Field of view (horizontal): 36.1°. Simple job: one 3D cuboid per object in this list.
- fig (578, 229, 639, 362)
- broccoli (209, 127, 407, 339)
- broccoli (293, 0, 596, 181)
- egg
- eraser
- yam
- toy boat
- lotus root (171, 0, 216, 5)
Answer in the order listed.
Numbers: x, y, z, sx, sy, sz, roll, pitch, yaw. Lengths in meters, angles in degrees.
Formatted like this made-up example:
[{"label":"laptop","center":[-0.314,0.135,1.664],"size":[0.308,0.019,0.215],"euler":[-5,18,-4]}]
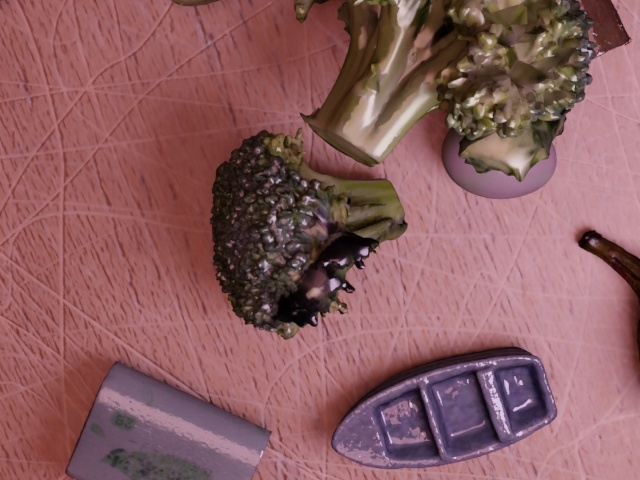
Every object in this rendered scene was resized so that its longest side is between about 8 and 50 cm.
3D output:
[{"label":"fig","center":[0.420,0.116,1.159],"size":[0.290,0.190,0.190],"euler":[33,102,-4]},{"label":"broccoli","center":[0.000,0.000,1.144],"size":[0.243,0.247,0.262],"euler":[-19,115,-35]},{"label":"broccoli","center":[0.127,-0.230,1.041],"size":[0.339,0.277,0.317],"euler":[7,92,-4]},{"label":"egg","center":[0.210,-0.100,1.160],"size":[0.135,0.103,0.103],"euler":[7,103,1]},{"label":"eraser","center":[-0.198,0.279,1.284],"size":[0.227,0.081,0.174],"euler":[24,103,-2]},{"label":"yam","center":[0.292,-0.266,1.132],"size":[0.084,0.084,0.127],"euler":[-30,101,10]},{"label":"toy boat","center":[0.151,0.217,1.247],"size":[0.283,0.078,0.127],"euler":[-17,101,8]},{"label":"lotus root","center":[-0.104,-0.329,1.142],"size":[0.183,0.090,0.077],"euler":[-19,73,6]}]
